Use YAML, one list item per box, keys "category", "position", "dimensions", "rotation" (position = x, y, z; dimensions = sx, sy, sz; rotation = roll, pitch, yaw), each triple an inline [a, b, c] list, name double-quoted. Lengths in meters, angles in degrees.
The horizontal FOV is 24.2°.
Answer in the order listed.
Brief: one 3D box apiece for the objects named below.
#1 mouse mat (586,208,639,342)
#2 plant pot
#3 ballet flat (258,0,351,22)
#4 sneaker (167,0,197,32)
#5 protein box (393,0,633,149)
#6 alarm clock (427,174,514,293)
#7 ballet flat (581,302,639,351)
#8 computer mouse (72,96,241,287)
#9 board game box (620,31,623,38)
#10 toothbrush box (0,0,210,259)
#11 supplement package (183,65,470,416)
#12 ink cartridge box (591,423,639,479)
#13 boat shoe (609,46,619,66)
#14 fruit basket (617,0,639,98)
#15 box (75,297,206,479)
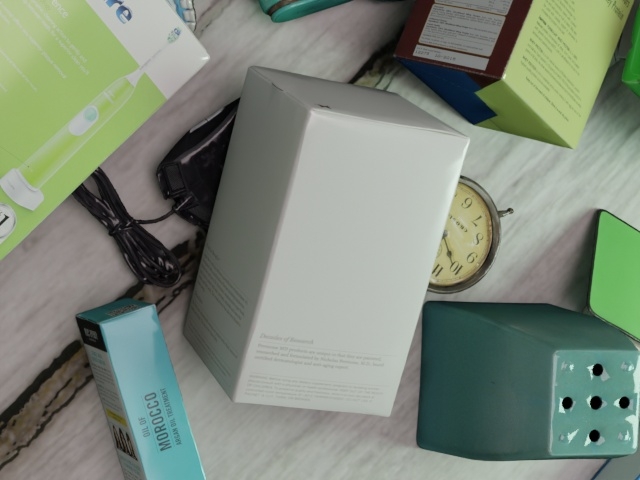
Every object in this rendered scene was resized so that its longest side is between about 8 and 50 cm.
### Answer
- category: "mouse mat"
  position: [0.382, 0.062, 1.716]
  dimensions: [0.190, 0.007, 0.152]
  rotation: [31, 51, -20]
- category: "plant pot"
  position: [0.230, 0.156, 1.577]
  dimensions: [0.166, 0.234, 0.165]
  rotation: [2, 92, -22]
- category: "ballet flat"
  position: [0.046, -0.292, 1.570]
  dimensions: [0.247, 0.083, 0.087]
  rotation: [-13, 83, -23]
- category: "sneaker"
  position: [-0.175, -0.275, 1.456]
  dimensions: [0.083, 0.071, 0.190]
  rotation: [-15, 130, -9]
- category: "protein box"
  position: [0.209, -0.233, 1.561]
  dimensions: [0.200, 0.136, 0.201]
  rotation: [31, 79, -54]
- category: "alarm clock"
  position: [0.115, 0.007, 1.616]
  dimensions: [0.129, 0.064, 0.192]
  rotation: [43, 75, -18]
- category: "ballet flat"
  position: [0.387, 0.144, 1.728]
  dimensions: [0.213, 0.068, 0.072]
  rotation: [39, 78, -19]
- category: "computer mouse"
  position: [-0.134, -0.097, 1.515]
  dimensions: [0.262, 0.060, 0.184]
  rotation: [-44, 115, -3]
- category: "board game box"
  position: [0.323, -0.369, 1.695]
  dimensions: [0.243, 0.042, 0.165]
  rotation: [43, 77, -18]
- category: "toothbrush box"
  position: [-0.277, -0.149, 1.338]
  dimensions: [0.283, 0.122, 0.206]
  rotation: [-46, 115, -13]
- category: "supplement package"
  position: [0.000, 0.000, 1.466]
  dimensions: [0.175, 0.177, 0.293]
  rotation: [8, 107, -25]
- category: "ink cartridge box"
  position: [0.418, 0.317, 1.740]
  dimensions: [0.139, 0.082, 0.190]
  rotation: [-46, 108, -13]
- category: "boat shoe"
  position: [0.305, -0.238, 1.698]
  dimensions: [0.035, 0.035, 0.100]
  rotation: [-37, 111, -19]
- category: "fruit basket"
  position: [0.487, -0.234, 1.705]
  dimensions: [0.353, 0.165, 0.327]
  rotation: [6, 97, -51]
- category: "box"
  position: [-0.172, 0.183, 1.491]
  dimensions: [0.060, 0.100, 0.244]
  rotation: [-19, 99, -21]
